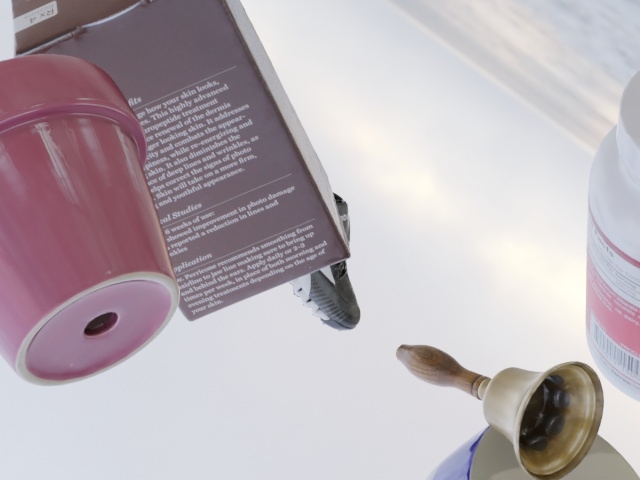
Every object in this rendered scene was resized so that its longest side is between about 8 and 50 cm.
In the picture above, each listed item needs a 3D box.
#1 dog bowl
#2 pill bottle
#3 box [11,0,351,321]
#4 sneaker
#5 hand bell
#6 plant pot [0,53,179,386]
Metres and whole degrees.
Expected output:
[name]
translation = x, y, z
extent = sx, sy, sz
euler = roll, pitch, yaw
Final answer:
[dog bowl]
translation = 0.236, 0.316, 1.618
extent = 0.265, 0.104, 0.265
euler = 19, -133, -22
[pill bottle]
translation = 0.406, -0.007, 1.673
extent = 0.229, 0.229, 0.408
euler = 42, 158, 32
[box]
translation = -0.128, -0.112, 1.477
extent = 0.143, 0.191, 0.381
euler = -106, -8, -45
[sneaker]
translation = 0.000, 0.000, 1.884
extent = 0.234, 0.106, 0.078
euler = 62, -148, -1
[hand bell]
translation = 0.164, 0.150, 1.601
extent = 0.126, 0.126, 0.242
euler = 28, 176, -42
[plant pot]
translation = -0.197, -0.004, 1.105
extent = 0.180, 0.201, 0.201
euler = 57, -162, 26
